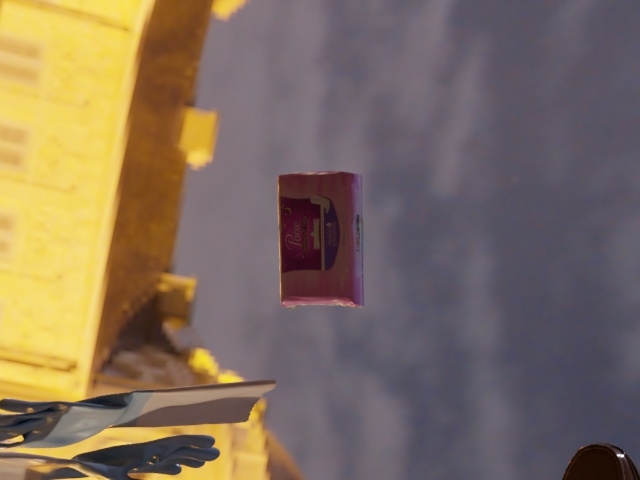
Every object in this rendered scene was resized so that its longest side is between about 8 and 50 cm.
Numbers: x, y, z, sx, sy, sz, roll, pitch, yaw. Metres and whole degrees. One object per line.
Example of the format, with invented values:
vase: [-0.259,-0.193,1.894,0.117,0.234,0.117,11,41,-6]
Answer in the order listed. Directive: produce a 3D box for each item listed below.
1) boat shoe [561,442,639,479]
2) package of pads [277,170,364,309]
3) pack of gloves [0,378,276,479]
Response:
boat shoe: [0.282,0.345,1.869,0.111,0.104,0.307,-9,-125,31]
package of pads: [0.000,0.000,1.061,0.032,0.050,0.083,0,89,-77]
pack of gloves: [-0.166,0.163,1.308,0.195,0.232,0.046,129,-46,-59]
